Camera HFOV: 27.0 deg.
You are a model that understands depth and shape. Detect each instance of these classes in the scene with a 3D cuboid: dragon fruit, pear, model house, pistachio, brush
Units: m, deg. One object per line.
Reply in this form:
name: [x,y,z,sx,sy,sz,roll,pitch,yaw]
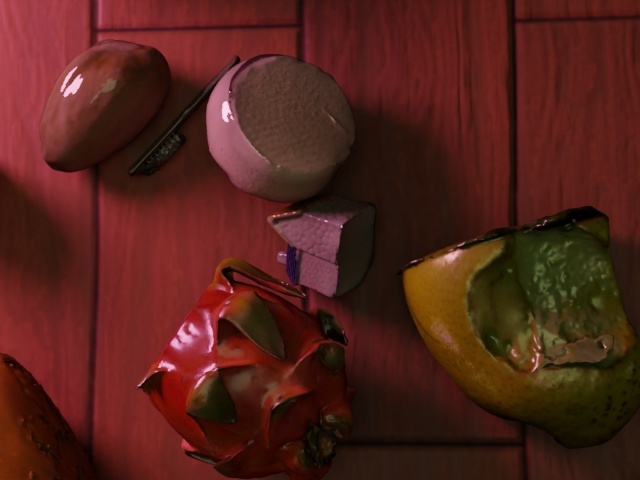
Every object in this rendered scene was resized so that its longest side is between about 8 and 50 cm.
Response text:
dragon fruit: [-0.069,0.154,1.454,0.227,0.224,0.224,24,85,1]
pear: [0.228,0.110,1.470,0.238,0.164,0.255,-14,84,-1]
model house: [0.000,0.000,1.538,0.100,0.088,0.100,17,118,27]
pistachio: [-0.257,-0.159,1.555,0.185,0.126,0.108,-43,41,1]
brush: [-0.155,-0.142,1.579,0.027,0.034,0.190,42,87,-3]

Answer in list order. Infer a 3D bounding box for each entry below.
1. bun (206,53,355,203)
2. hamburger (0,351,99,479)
bun: [-0.056,-0.120,1.526,0.173,0.120,0.172,12,62,-24]
hamburger: [-0.335,0.264,1.415,0.174,0.284,0.304,-30,77,0]
